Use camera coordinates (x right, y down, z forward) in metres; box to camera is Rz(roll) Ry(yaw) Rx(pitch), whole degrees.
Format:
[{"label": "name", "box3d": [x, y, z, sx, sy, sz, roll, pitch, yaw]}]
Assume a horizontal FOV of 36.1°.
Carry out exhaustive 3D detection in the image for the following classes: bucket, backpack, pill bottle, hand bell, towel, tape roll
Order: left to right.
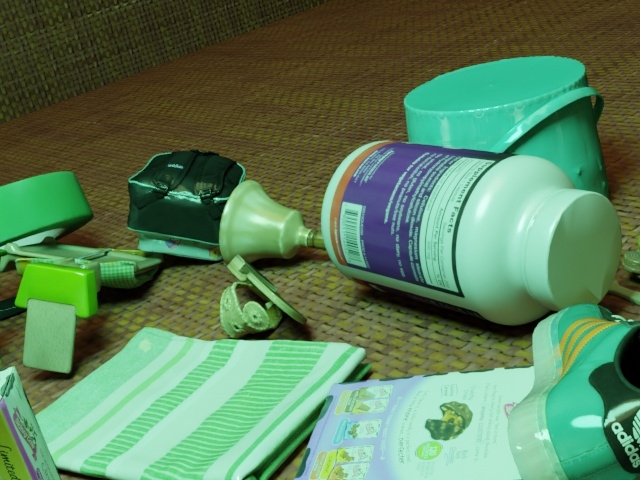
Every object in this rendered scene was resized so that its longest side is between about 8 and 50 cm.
[{"label": "tape roll", "box3d": [-0.508, -0.007, 1.488, 0.321, 0.077, 0.321, -24, 0, 0]}, {"label": "towel", "box3d": [-0.140, 0.169, 1.033, 0.325, 0.038, 0.248, 2, 27, 35]}, {"label": "backpack", "box3d": [-0.193, -0.058, 1.461, 0.166, 0.144, 0.188, 6, 29, 1]}, {"label": "hand bell", "box3d": [0.000, 0.000, 1.314, 0.242, 0.126, 0.126, 12, 31, 24]}, {"label": "pill bottle", "box3d": [0.161, -0.011, 1.090, 0.181, 0.181, 0.323, -29, 26, -32]}, {"label": "bucket", "box3d": [0.246, -0.125, 1.312, 0.281, 0.183, 0.281, -12, 22, 5]}]

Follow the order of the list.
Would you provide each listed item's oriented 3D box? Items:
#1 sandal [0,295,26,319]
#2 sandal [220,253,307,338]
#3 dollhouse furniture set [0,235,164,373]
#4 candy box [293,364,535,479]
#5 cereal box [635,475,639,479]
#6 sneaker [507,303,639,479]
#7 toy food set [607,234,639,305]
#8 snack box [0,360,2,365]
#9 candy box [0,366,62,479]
[{"label": "sandal", "box3d": [-0.511, 0.106, 1.414, 0.179, 0.040, 0.067, -22, 23, -19]}, {"label": "sandal", "box3d": [-0.086, 0.084, 1.192, 0.079, 0.088, 0.240, -49, 19, -2]}, {"label": "dollhouse furniture set", "box3d": [-0.353, 0.089, 1.328, 0.197, 0.151, 0.301, 8, 5, 7]}, {"label": "candy box", "box3d": [0.092, 0.181, 0.813, 0.196, 0.070, 0.165, -7, 22, 19]}, {"label": "cereal box", "box3d": [0.276, 0.202, 0.675, 0.240, 0.047, 0.173, -27, 23, -26]}, {"label": "sneaker", "box3d": [0.236, 0.112, 0.769, 0.121, 0.108, 0.302, -29, 4, 24]}, {"label": "toy food set", "box3d": [0.397, 0.013, 1.075, 0.192, 0.038, 0.132, -24, 24, -23]}, {"label": "snack box", "box3d": [-0.469, 0.196, 1.090, 0.174, 0.070, 0.207, -12, 34, 6]}, {"label": "candy box", "box3d": [-0.365, 0.222, 0.881, 0.233, 0.159, 0.071, -15, 23, 0]}]
